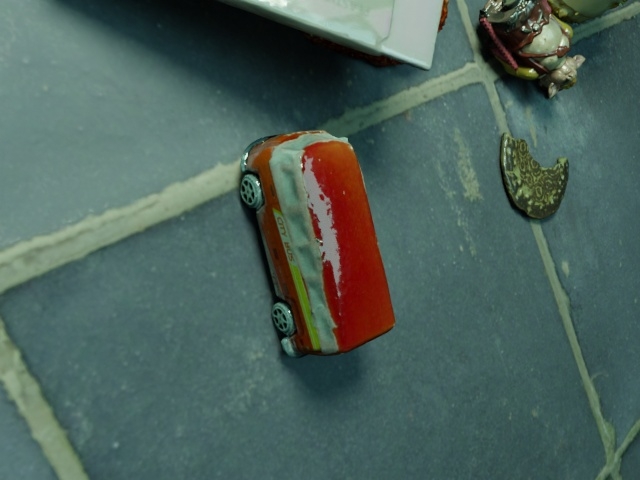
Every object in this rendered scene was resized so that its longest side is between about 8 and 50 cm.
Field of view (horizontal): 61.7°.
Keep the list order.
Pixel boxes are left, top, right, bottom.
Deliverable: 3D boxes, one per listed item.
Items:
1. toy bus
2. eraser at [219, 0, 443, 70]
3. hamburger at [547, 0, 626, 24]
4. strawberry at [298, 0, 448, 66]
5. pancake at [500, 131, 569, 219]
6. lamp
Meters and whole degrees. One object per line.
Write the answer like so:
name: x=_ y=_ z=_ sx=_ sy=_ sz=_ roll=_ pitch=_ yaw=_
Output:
toy bus: x=0.000 y=0.000 z=0.620 sx=0.121 sy=0.120 sz=0.265 roll=-17 pitch=97 yaw=-35
eraser: x=-0.054 y=-0.324 z=0.571 sx=0.397 sy=0.082 sz=0.213 roll=13 pitch=80 yaw=-17
hamburger: x=0.432 y=-0.513 z=0.921 sx=0.294 sy=0.179 sz=0.276 roll=1 pitch=76 yaw=-29
strawberry: x=0.095 y=-0.322 z=0.718 sx=0.175 sy=0.107 sz=0.236 roll=47 pitch=64 yaw=-22
pancake: x=0.380 y=-0.127 z=0.952 sx=0.190 sy=0.020 sz=0.184 roll=51 pitch=62 yaw=-22
lamp: x=0.367 y=-0.316 z=0.901 sx=0.253 sy=0.118 sz=0.118 roll=39 pitch=66 yaw=-32
